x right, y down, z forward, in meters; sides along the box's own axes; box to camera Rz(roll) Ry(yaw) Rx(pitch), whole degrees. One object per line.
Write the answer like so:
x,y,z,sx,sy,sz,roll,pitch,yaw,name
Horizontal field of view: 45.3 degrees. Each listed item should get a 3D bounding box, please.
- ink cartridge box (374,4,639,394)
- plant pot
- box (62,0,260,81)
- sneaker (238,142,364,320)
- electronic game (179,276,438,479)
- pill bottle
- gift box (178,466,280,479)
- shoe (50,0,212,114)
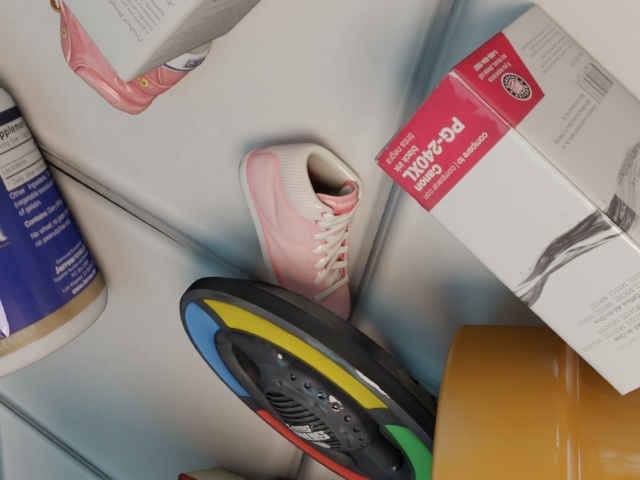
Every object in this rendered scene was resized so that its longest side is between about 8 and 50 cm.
0.116,-0.023,0.347,0.150,0.109,0.063,45,133,4,ink cartridge box
0.164,0.144,0.377,0.187,0.205,0.205,-2,117,19,plant pot
-0.084,-0.160,0.409,0.087,0.102,0.101,-31,98,41,box
0.000,0.000,0.485,0.070,0.051,0.134,-8,108,44,sneaker
-0.002,0.107,0.514,0.229,0.048,0.229,30,153,17,electronic game
-0.290,-0.033,0.602,0.153,0.153,0.265,-7,113,38,pill bottle
-0.086,0.333,0.568,0.276,0.258,0.255,9,95,48,gift box
-0.149,-0.165,0.478,0.081,0.063,0.178,-31,101,39,shoe
